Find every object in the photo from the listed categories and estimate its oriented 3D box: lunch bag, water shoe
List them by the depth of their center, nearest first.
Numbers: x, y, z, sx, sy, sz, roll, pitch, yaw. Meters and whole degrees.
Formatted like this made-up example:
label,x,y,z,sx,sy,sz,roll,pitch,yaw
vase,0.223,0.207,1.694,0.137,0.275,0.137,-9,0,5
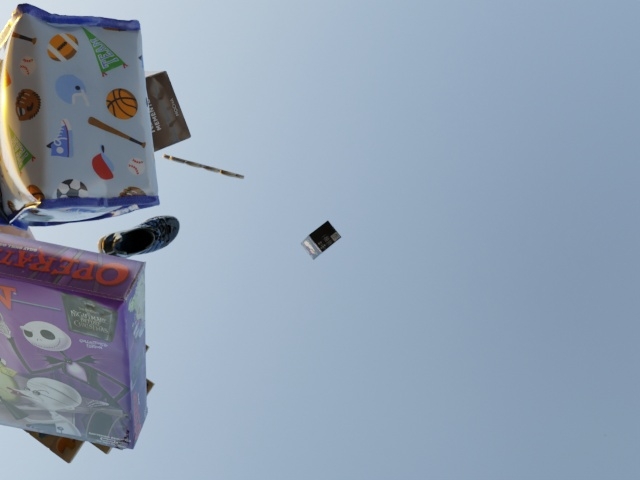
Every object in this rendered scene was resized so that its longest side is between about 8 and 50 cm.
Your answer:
label,x,y,z,sx,sy,sz,roll,pitch,yaw
lunch bag,-0.479,-0.191,1.048,0.386,0.239,0.327,-4,-91,51
water shoe,-0.357,-0.003,1.209,0.080,0.203,0.072,-2,-73,38

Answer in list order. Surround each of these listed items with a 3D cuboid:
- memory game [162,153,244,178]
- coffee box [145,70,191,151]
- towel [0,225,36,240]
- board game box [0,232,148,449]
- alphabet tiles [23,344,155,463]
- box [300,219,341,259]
label,x,y,z,sx,sy,sz,roll,pitch,yaw
memory game,-0.256,-0.162,1.283,0.186,0.186,0.012,18,-84,30
coffee box,-0.454,-0.326,1.452,0.119,0.168,0.297,-29,-153,-25
towel,-0.883,0.008,1.514,0.317,0.053,0.331,-29,-89,21
board game box,-0.316,0.067,0.465,0.347,0.208,0.056,11,-143,-2
alphabet tiles,-0.543,0.294,1.264,0.343,0.011,0.285,30,-102,13
box,0.000,0.000,1.325,0.062,0.083,0.052,-38,-91,-21
